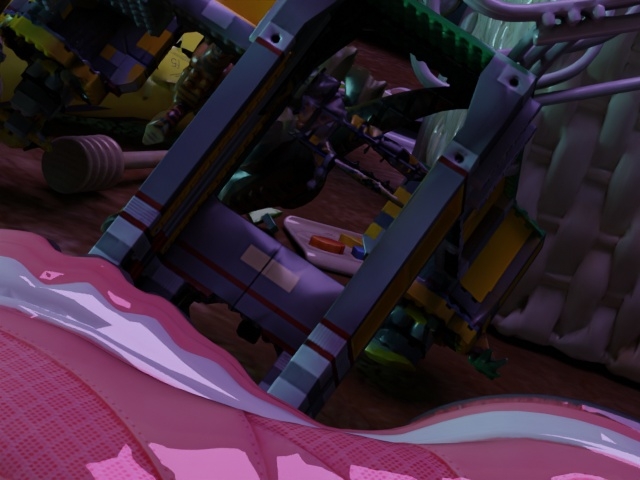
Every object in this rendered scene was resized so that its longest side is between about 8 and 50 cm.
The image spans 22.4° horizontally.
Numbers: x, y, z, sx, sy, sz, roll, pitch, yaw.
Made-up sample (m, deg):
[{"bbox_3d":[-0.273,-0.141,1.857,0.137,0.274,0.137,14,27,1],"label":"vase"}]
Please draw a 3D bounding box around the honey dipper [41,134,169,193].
[{"bbox_3d":[-0.100,-0.044,0.899,0.030,0.030,0.161,26,13,18],"label":"honey dipper"}]

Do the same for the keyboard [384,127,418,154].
[{"bbox_3d":[0.020,-0.091,1.228,0.256,0.014,0.072,20,11,-3],"label":"keyboard"}]

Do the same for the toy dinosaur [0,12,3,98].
[{"bbox_3d":[-0.170,-0.185,0.872,0.118,0.064,0.268,5,56,-35],"label":"toy dinosaur"}]

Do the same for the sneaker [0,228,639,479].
[{"bbox_3d":[-0.012,0.102,0.434,0.314,0.116,0.136,17,25,11],"label":"sneaker"}]

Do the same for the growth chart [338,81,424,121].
[{"bbox_3d":[0.105,-0.104,1.284,0.237,0.021,0.172,11,9,-2],"label":"growth chart"}]

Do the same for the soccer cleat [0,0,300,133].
[{"bbox_3d":[-0.109,-0.109,0.969,0.121,0.093,0.289,27,16,32],"label":"soccer cleat"}]

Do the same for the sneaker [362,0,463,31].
[{"bbox_3d":[-0.098,-0.205,1.095,0.410,0.158,0.182,19,45,26],"label":"sneaker"}]

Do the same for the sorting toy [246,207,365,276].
[{"bbox_3d":[0.000,0.000,0.898,0.083,0.012,0.062,15,17,-19],"label":"sorting toy"}]

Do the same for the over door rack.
[{"bbox_3d":[0.206,-0.110,0.668,0.324,0.108,0.239,2,-2,0],"label":"over door rack"}]

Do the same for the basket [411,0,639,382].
[{"bbox_3d":[0.252,-0.092,0.944,0.328,0.331,0.266,20,18,-3],"label":"basket"}]

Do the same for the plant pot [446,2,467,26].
[{"bbox_3d":[0.115,-0.317,1.671,0.255,0.271,0.271,6,16,3],"label":"plant pot"}]

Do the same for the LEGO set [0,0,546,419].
[{"bbox_3d":[-0.068,-0.021,0.683,0.331,0.192,0.255,36,-12,4],"label":"LEGO set"}]
